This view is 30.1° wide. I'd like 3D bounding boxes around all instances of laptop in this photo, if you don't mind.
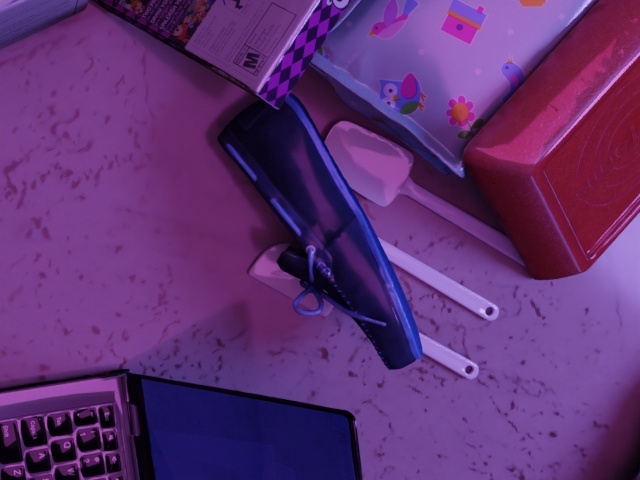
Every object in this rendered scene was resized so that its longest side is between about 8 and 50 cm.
[{"bbox_3d":[-0.178,0.320,0.959,0.408,0.236,0.381,-8,99,-12],"label":"laptop"}]

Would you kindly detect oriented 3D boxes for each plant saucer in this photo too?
[{"bbox_3d":[0.256,-0.096,1.019,0.258,0.048,0.259,-47,146,-3],"label":"plant saucer"}]

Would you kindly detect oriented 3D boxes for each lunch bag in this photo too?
[{"bbox_3d":[0.074,-0.213,0.986,0.262,0.160,0.223,39,94,-3],"label":"lunch bag"}]

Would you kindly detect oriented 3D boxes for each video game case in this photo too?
[{"bbox_3d":[-0.050,-0.245,0.940,0.232,0.210,0.042,-57,148,-1],"label":"video game case"}]

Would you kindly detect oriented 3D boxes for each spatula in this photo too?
[{"bbox_3d":[0.078,0.015,1.088,0.242,0.019,0.168,29,90,-15],"label":"spatula"}]

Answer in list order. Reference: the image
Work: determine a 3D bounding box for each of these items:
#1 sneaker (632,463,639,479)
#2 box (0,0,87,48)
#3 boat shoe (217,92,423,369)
[{"bbox_3d":[0.351,0.262,1.102,0.127,0.182,0.315,31,90,-17],"label":"sneaker"},{"bbox_3d":[-0.246,-0.200,0.830,0.148,0.311,0.121,-26,101,-10],"label":"box"},{"bbox_3d":[0.000,0.000,1.024,0.089,0.109,0.258,-29,87,5],"label":"boat shoe"}]
